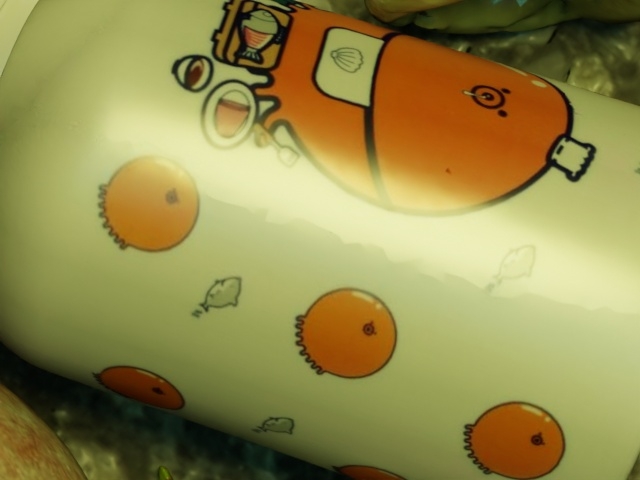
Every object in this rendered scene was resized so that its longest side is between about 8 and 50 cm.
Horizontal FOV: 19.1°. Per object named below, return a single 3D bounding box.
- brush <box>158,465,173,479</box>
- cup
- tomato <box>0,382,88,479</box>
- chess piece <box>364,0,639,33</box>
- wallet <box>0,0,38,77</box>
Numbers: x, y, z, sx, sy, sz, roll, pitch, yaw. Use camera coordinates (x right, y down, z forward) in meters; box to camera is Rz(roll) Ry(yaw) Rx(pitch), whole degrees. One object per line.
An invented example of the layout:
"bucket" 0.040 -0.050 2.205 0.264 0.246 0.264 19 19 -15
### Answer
"brush" -0.058 0.150 0.995 0.021 0.019 0.083 -33 91 -12
"cup" 0.000 0.000 0.906 0.317 0.212 0.212 17 88 -1
"tomato" -0.241 0.185 0.842 0.282 0.317 0.317 40 87 28
"chess piece" 0.087 -0.325 0.894 0.234 0.234 0.442 -3 87 -3
"wallet" -0.164 -0.091 0.992 0.061 0.025 0.122 32 88 5
